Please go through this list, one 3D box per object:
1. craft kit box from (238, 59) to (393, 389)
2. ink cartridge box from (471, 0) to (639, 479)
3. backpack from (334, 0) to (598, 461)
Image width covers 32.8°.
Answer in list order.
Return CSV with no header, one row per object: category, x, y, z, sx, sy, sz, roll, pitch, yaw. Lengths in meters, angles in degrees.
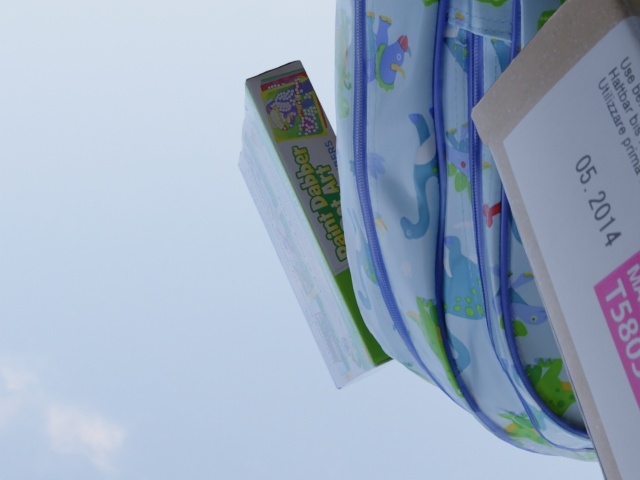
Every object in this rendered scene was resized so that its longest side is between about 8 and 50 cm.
craft kit box,0.000,0.000,0.957,0.061,0.246,0.250,-23,-98,-7
ink cartridge box,0.181,0.030,0.380,0.193,0.088,0.235,6,-126,-29
backpack,0.139,-0.062,0.590,0.290,0.355,0.273,-2,-152,-30
